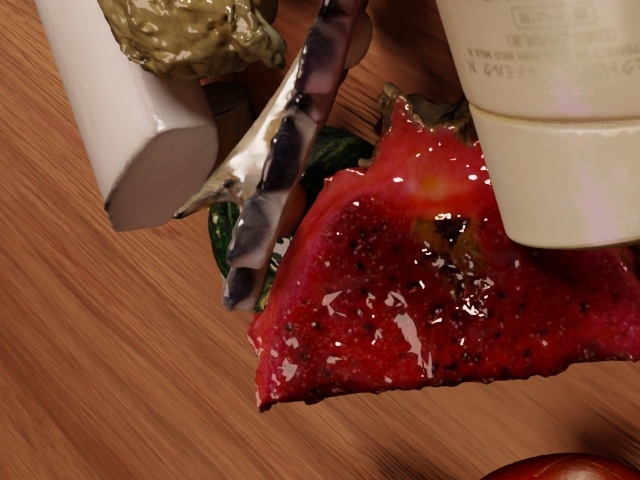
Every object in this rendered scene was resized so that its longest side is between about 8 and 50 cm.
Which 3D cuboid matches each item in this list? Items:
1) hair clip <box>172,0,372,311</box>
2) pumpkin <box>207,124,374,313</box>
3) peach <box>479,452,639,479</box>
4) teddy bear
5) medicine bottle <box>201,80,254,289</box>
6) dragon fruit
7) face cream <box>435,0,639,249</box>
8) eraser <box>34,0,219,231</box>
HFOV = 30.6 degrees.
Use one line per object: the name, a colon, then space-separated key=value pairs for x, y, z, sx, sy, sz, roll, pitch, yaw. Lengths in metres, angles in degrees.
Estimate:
hair clip: x=-0.019 y=-0.078 z=0.756 sx=0.075 sy=0.257 sz=0.146 roll=29 pitch=-177 yaw=7
pumpkin: x=0.001 y=0.001 z=0.912 sx=0.190 sy=0.146 sz=0.190 roll=29 pitch=135 yaw=34
peach: x=0.175 y=0.237 z=0.834 sx=0.197 sy=0.197 sz=0.197 roll=43 pitch=153 yaw=28
teddy bear: x=-0.103 y=-0.231 z=0.819 sx=0.267 sy=0.156 sz=0.256 roll=25 pitch=143 yaw=48
medicine bottle: x=-0.078 y=-0.043 z=1.112 sx=0.074 sy=0.074 sz=0.218 roll=33 pitch=145 yaw=43
dragon fruit: x=0.087 y=-0.002 z=0.770 sx=0.134 sy=0.262 sz=0.211 roll=-32 pitch=-64 yaw=-73
face cream: x=0.123 y=-0.147 z=0.560 sx=0.173 sy=0.081 sz=0.348 roll=4 pitch=126 yaw=40
eraser: x=-0.180 y=-0.163 z=1.026 sx=0.270 sy=0.095 sz=0.174 roll=66 pitch=148 yaw=20
